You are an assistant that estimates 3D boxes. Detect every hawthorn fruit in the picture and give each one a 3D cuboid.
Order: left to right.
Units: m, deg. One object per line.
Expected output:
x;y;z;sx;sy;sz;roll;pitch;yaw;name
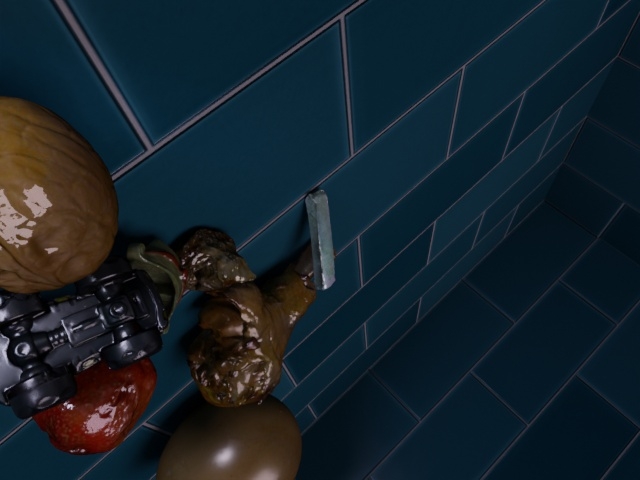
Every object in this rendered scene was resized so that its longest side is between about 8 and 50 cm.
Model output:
-0.341;0.238;0.809;0.179;0.173;0.173;-31;151;-30;hawthorn fruit

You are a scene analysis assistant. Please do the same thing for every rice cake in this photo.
0.000;0.000;1.055;0.043;0.034;0.210;-24;118;-40;rice cake

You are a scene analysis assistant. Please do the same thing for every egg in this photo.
-0.222;0.539;1.282;0.374;0.301;0.301;-43;156;-10;egg

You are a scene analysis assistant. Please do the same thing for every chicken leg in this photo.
-0.113;0.137;1.057;0.409;0.182;0.295;-48;141;-18;chicken leg

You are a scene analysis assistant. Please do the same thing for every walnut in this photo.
-0.280;-0.038;0.483;0.167;0.167;0.207;-41;157;-13;walnut

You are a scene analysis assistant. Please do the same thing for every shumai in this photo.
-0.187;0.046;0.861;0.123;0.105;0.139;-44;131;0;shumai

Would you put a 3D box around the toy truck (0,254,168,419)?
-0.320;0.124;0.689;0.224;0.147;0.165;-24;173;-23;toy truck

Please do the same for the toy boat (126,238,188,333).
-0.243;0.058;0.775;0.071;0.089;0.185;-78;171;-46;toy boat
